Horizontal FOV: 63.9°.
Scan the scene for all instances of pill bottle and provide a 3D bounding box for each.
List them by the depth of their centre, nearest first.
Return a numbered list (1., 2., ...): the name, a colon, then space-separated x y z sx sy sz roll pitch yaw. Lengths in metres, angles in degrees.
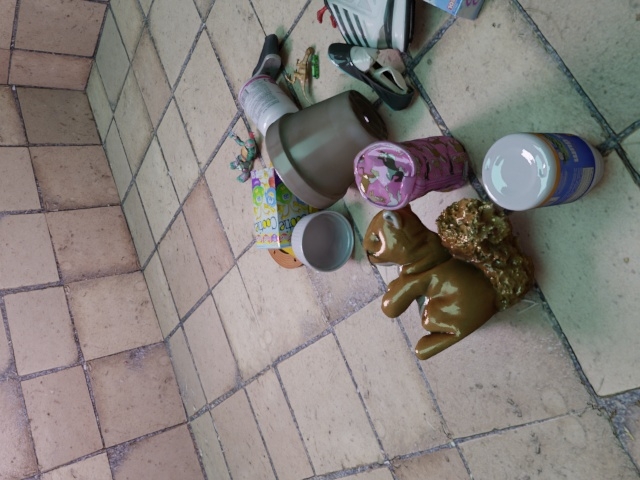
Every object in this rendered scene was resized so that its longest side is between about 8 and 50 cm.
1. pill bottle: 0.473 -0.147 1.062 0.152 0.272 0.152 14 108 49
2. pill bottle: -0.171 -0.465 1.878 0.283 0.160 0.160 54 134 29

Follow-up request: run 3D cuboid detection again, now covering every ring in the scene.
1. ring: -0.130 -0.056 2.010 0.336 0.032 0.336 11 105 49

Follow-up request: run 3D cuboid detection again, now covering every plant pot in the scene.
1. plant pot: 0.040 -0.305 1.574 0.280 0.323 0.323 -33 71 32

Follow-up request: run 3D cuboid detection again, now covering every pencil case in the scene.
1. pencil case: 0.234 -0.173 1.257 0.167 0.386 0.160 -18 90 36

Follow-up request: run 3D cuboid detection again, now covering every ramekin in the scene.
1. ramekin: 0.000 0.000 1.732 0.109 0.207 0.207 8 103 59

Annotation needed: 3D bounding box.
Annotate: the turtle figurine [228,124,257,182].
1. turtle figurine: -0.318 -0.354 2.117 0.234 0.118 0.175 115 147 -55

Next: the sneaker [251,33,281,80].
1. sneaker: -0.205 -0.678 1.963 0.222 0.083 0.118 -33 53 56

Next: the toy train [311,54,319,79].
1. toy train: -0.019 -0.601 1.775 0.017 0.024 0.083 5 100 50

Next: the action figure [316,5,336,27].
1. action figure: 0.106 -0.719 1.549 0.280 0.091 0.139 -30 67 50

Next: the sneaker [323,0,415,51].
1. sneaker: 0.128 -0.744 1.376 0.257 0.169 0.447 6 106 16

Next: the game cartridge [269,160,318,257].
1. game cartridge: -0.117 -0.124 1.916 0.285 0.053 0.323 29 118 43

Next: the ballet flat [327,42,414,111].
1. ballet flat: 0.153 -0.478 1.436 0.096 0.280 0.095 -31 30 56

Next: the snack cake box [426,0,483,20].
1. snack cake box: 0.359 -0.696 1.244 0.152 0.089 0.264 46 130 34

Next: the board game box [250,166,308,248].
1. board game box: -0.139 -0.114 1.802 0.142 0.144 0.275 0 95 49

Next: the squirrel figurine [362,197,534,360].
1. squirrel figurine: 0.307 0.040 1.289 0.397 0.281 0.370 -38 79 29

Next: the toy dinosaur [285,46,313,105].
1. toy dinosaur: -0.066 -0.573 1.807 0.112 0.064 0.211 16 109 47
